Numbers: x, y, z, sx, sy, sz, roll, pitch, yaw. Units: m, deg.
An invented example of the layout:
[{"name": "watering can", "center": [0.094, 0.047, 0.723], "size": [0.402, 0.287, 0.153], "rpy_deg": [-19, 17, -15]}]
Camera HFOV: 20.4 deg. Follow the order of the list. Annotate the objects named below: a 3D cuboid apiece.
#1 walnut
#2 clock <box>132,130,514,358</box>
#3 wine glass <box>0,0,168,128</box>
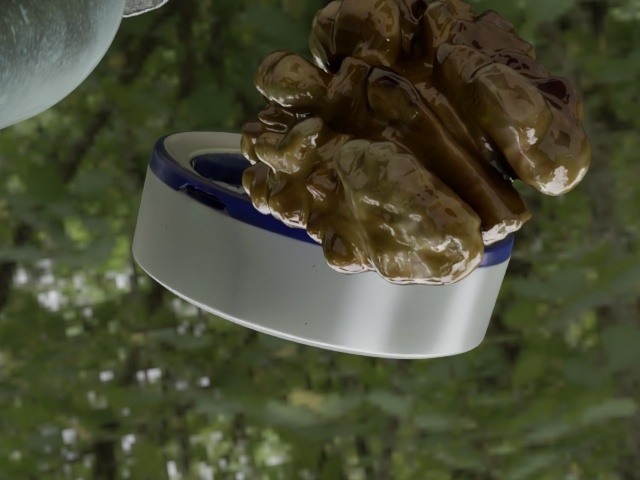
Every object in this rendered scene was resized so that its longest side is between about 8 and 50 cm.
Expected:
[{"name": "walnut", "center": [0.034, -0.056, 0.774], "size": [0.143, 0.069, 0.170], "rpy_deg": [-41, -137, -11]}, {"name": "clock", "center": [0.000, 0.000, 1.104], "size": [0.230, 0.083, 0.230], "rpy_deg": [15, -169, -3]}, {"name": "wine glass", "center": [-0.116, -0.100, 0.647], "size": [0.103, 0.103, 0.222], "rpy_deg": [-2, -157, 16]}]
